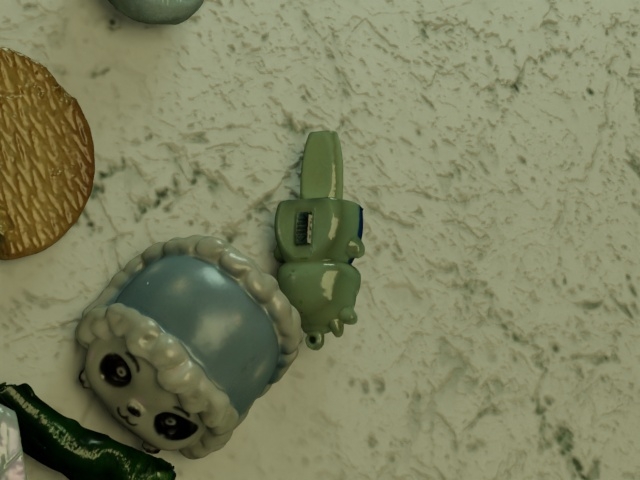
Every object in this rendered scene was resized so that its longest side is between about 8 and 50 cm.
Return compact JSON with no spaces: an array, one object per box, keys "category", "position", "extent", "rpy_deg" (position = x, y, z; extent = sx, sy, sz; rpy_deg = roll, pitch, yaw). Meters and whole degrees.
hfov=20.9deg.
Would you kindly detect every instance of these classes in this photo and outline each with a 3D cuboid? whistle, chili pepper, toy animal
[{"category":"whistle","position":[0.000,0.000,1.905],"extent":[0.092,0.110,0.244],"rpy_deg":[23,65,-58]},{"category":"chili pepper","position":[-0.252,0.202,1.720],"extent":[0.224,0.098,0.061],"rpy_deg":[30,65,-13]},{"category":"toy animal","position":[-0.131,0.110,1.775],"extent":[0.208,0.156,0.204],"rpy_deg":[48,58,-9]}]

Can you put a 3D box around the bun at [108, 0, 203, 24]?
[{"category":"bun","position":[-0.184,-0.298,1.867],"extent":[0.140,0.083,0.141],"rpy_deg":[4,83,-38]}]

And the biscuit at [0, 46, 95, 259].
[{"category":"biscuit","position":[-0.304,-0.099,1.785],"extent":[0.144,0.033,0.224],"rpy_deg":[-17,89,-33]}]

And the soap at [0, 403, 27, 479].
[{"category":"soap","position":[-0.415,0.211,1.590],"extent":[0.347,0.115,0.208],"rpy_deg":[30,68,-14]}]
